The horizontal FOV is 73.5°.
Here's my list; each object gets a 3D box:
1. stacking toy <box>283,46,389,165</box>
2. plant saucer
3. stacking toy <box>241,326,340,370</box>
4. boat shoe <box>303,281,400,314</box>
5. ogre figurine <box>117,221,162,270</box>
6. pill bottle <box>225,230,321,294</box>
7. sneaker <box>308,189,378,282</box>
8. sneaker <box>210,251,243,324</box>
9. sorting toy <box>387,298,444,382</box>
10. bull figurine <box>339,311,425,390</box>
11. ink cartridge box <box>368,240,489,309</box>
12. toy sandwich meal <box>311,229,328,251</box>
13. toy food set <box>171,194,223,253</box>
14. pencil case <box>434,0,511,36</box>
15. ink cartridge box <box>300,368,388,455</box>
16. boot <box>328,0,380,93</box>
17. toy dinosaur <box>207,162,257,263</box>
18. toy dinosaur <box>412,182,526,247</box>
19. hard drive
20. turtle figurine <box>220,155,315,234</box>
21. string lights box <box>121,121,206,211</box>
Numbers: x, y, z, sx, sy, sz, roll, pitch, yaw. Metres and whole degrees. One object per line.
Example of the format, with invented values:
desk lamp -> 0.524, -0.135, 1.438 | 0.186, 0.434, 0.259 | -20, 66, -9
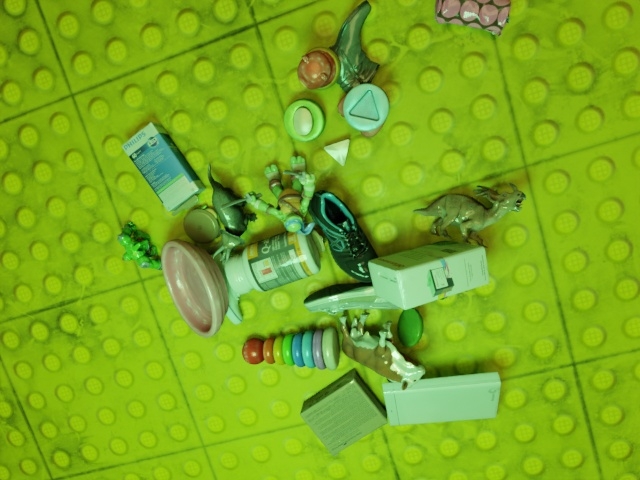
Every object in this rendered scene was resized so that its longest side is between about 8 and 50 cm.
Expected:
stacking toy -> 0.031, -0.379, 1.257 | 0.309, 0.130, 0.279 | 32, 113, -4
plant saucer -> -0.398, 0.146, 1.381 | 0.332, 0.084, 0.332 | 26, 128, 40
stacking toy -> -0.107, 0.372, 1.440 | 0.330, 0.141, 0.141 | -7, 99, 12
boat shoe -> 0.106, 0.196, 1.390 | 0.320, 0.118, 0.103 | -10, 99, 0
ogre figurine -> -0.607, 0.025, 1.439 | 0.097, 0.118, 0.197 | -20, 96, 9
pill bottle -> -0.151, 0.071, 1.372 | 0.278, 0.162, 0.162 | -19, 97, 9
sneaker -> 0.077, -0.007, 1.332 | 0.125, 0.139, 0.341 | -38, 96, -9
sneaker -> -0.306, 0.160, 1.442 | 0.091, 0.094, 0.258 | -23, 103, -5
sorting toy -> 0.327, 0.312, 1.401 | 0.126, 0.127, 0.365 | 12, 104, -19
bull figurine -> 0.178, 0.339, 1.340 | 0.310, 0.101, 0.188 | 8, 109, 46
ink cartridge box -> 0.309, 0.093, 1.255 | 0.278, 0.201, 0.117 | -14, 99, -16
toy sandwich meal -> 0.000, 0.000, 1.351 | 0.029, 0.085, 0.085 | -27, 96, -16
toy food set -> -0.397, -0.051, 1.448 | 0.132, 0.038, 0.192 | -31, 104, 16
pencil case -> 0.429, -0.652, 1.222 | 0.209, 0.095, 0.098 | 14, 117, 6
ink cartridge box -> 0.080, 0.588, 1.470 | 0.235, 0.088, 0.193 | -36, 95, 10
boot -> 0.116, -0.564, 1.284 | 0.161, 0.083, 0.246 | 35, 109, -5
toy dinosaur -> -0.286, -0.097, 1.359 | 0.121, 0.160, 0.313 | -9, 99, 7
toy dinosaur -> 0.442, -0.096, 1.302 | 0.296, 0.127, 0.200 | 15, 94, 16
hard drive -> 0.390, 0.520, 1.390 | 0.353, 0.047, 0.233 | -8, 131, 7
turtle figurine -> -0.116, -0.167, 1.257 | 0.275, 0.266, 0.198 | 27, 122, -26
string lights box -> -0.511, -0.239, 1.404 | 0.133, 0.077, 0.259 | -33, 94, 10
